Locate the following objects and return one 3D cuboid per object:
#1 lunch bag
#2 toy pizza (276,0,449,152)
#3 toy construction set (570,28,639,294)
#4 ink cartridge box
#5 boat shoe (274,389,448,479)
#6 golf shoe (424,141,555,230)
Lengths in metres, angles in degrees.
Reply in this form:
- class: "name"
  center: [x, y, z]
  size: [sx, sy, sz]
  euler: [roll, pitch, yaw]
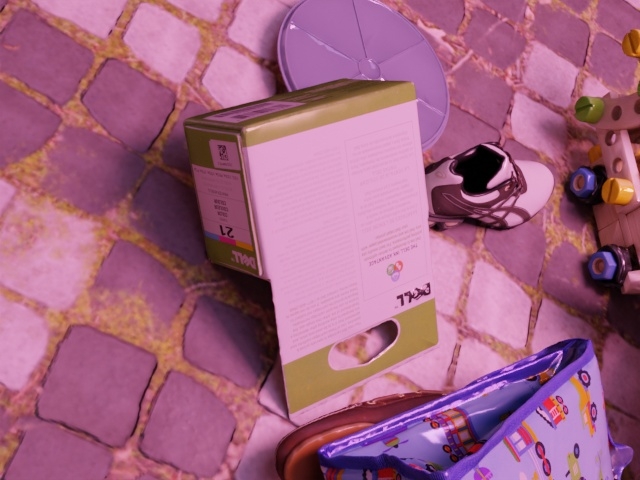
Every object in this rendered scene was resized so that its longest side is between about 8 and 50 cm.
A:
- class: "lunch bag"
  center: [0.168, 0.220, 0.739]
  size: [0.293, 0.138, 0.220]
  euler: [-19, 99, -39]
- class: "toy pizza"
  center: [0.044, -0.168, 0.952]
  size: [0.201, 0.032, 0.201]
  euler: [13, 61, -24]
- class: "toy construction set"
  center: [0.355, -0.058, 0.952]
  size: [0.151, 0.215, 0.327]
  euler: [19, 60, -19]
- class: "ink cartridge box"
  center: [0.000, 0.000, 0.820]
  size: [0.189, 0.097, 0.255]
  euler: [-20, 112, -34]
- class: "boat shoe"
  center: [0.048, 0.168, 0.774]
  size: [0.207, 0.073, 0.073]
  euler: [0, 108, -32]
- class: "golf shoe"
  center: [0.180, -0.057, 0.934]
  size: [0.198, 0.094, 0.077]
  euler: [-12, 72, -33]
